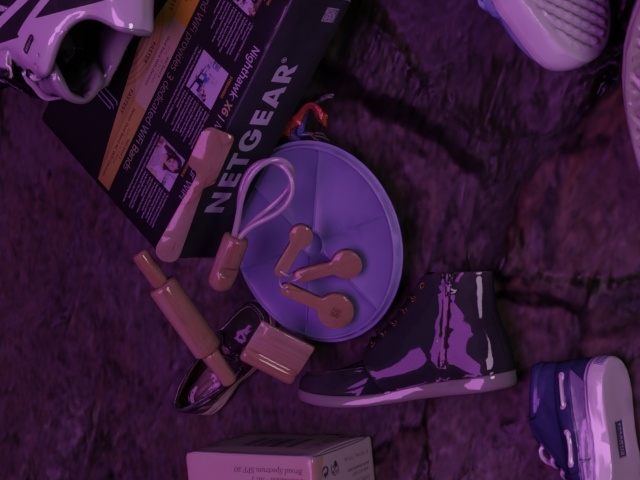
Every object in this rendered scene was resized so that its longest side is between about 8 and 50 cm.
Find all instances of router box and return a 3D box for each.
[{"bbox_3d":[-0.131,-0.175,1.783,0.243,0.081,0.309,47,120,33],"label":"router box"}]

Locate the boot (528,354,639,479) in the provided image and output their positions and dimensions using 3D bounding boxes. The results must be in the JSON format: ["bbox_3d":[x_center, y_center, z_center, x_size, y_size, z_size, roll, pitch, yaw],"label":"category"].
[{"bbox_3d":[0.238,0.199,1.631,0.086,0.069,0.190,-6,85,41],"label":"boot"}]

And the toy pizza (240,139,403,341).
[{"bbox_3d":[0.000,0.000,1.771,0.201,0.032,0.201,9,107,33],"label":"toy pizza"}]

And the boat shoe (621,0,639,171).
[{"bbox_3d":[0.355,-0.247,1.439,0.186,0.156,0.500,14,116,29],"label":"boat shoe"}]

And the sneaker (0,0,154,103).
[{"bbox_3d":[-0.280,-0.189,1.783,0.330,0.122,0.146,-28,64,43],"label":"sneaker"}]

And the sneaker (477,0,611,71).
[{"bbox_3d":[0.125,-0.290,1.613,0.150,0.135,0.366,-43,70,50],"label":"sneaker"}]

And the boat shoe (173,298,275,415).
[{"bbox_3d":[-0.099,0.124,1.848,0.056,0.049,0.152,43,117,22],"label":"boat shoe"}]

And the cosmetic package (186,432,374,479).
[{"bbox_3d":[-0.028,0.352,1.796,0.160,0.113,0.309,-4,94,34],"label":"cosmetic package"}]

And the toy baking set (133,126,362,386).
[{"bbox_3d":[-0.075,0.020,1.736,0.196,0.030,0.256,-35,105,14],"label":"toy baking set"}]

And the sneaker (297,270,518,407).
[{"bbox_3d":[0.077,0.093,1.717,0.222,0.083,0.118,-9,87,24],"label":"sneaker"}]

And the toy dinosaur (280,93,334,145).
[{"bbox_3d":[-0.022,-0.108,1.753,0.082,0.090,0.047,101,149,-69],"label":"toy dinosaur"}]
